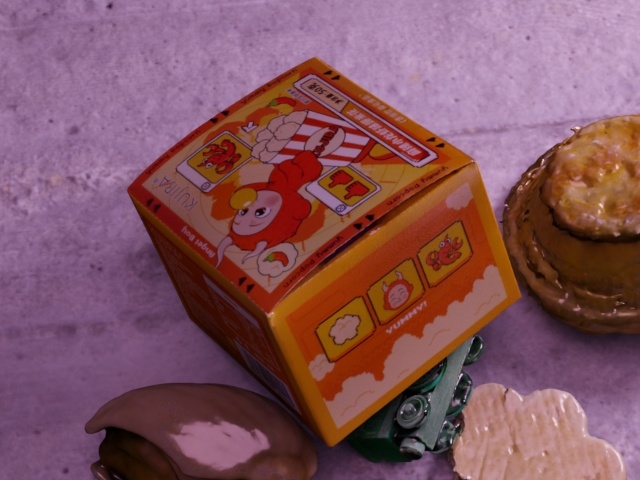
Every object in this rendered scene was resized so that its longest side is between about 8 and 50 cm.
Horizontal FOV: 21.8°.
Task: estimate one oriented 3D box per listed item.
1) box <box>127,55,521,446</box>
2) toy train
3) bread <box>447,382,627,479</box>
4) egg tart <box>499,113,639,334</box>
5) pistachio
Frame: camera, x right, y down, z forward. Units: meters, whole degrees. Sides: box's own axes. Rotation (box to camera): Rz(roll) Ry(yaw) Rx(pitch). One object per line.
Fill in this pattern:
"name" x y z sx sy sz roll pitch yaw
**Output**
"box" 0.000 0.000 1.666 0.259 0.213 0.283 -38 43 -14
"toy train" 0.102 0.146 1.701 0.105 0.071 0.178 -9 48 42
"bread" 0.212 0.265 1.655 0.182 0.039 0.250 5 62 6
"egg tart" 0.325 -0.038 1.733 0.294 0.123 0.294 -11 54 15
"pistachio" -0.120 0.209 1.657 0.238 0.153 0.137 1 104 8
